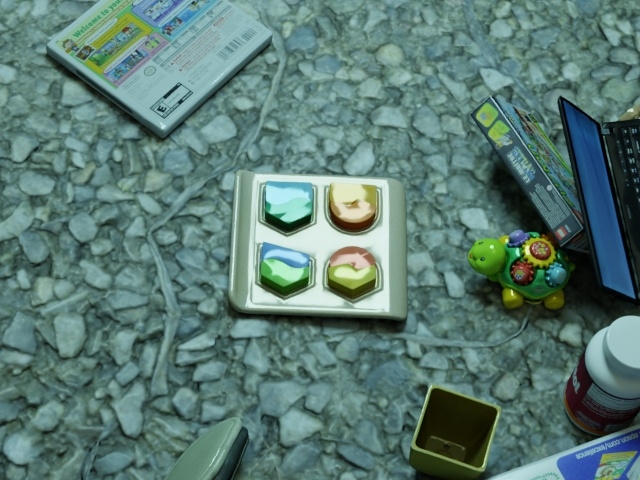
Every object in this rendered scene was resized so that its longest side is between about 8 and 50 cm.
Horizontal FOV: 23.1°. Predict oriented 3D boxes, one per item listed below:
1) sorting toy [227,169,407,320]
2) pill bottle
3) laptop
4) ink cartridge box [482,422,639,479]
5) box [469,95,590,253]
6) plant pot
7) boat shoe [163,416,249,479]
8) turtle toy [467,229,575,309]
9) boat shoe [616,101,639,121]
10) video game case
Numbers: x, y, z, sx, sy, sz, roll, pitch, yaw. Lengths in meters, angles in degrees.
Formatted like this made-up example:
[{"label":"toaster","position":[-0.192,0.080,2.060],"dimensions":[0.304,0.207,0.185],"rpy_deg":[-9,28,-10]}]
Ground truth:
[{"label":"sorting toy","position":[0.000,0.000,1.816],"dimensions":[0.208,0.038,0.193],"rpy_deg":[5,57,-6]},{"label":"pill bottle","position":[0.322,0.146,1.704],"dimensions":[0.086,0.152,0.086],"rpy_deg":[4,57,-6]},{"label":"laptop","position":[0.403,-0.053,1.821],"dimensions":[0.264,0.136,0.234],"rpy_deg":[-7,75,-11]},{"label":"ink cartridge box","position":[0.299,0.355,1.597],"dimensions":[0.304,0.072,0.307],"rpy_deg":[-16,57,-16]},{"label":"box","position":[0.268,-0.076,1.866],"dimensions":[0.114,0.036,0.207],"rpy_deg":[12,42,-56]},{"label":"plant pot","position":[0.138,0.217,1.673],"dimensions":[0.081,0.083,0.081],"rpy_deg":[19,58,3]},{"label":"boat shoe","position":[-0.127,0.284,1.610],"dimensions":[0.079,0.084,0.233],"rpy_deg":[46,46,-24]},{"label":"turtle toy","position":[0.234,0.026,1.818],"dimensions":[0.130,0.066,0.095],"rpy_deg":[2,58,-7]},{"label":"boat shoe","position":[0.464,-0.169,1.975],"dimensions":[0.207,0.073,0.073],"rpy_deg":[-35,75,-17]},{"label":"video game case","position":[-0.199,-0.246,1.951],"dimensions":[0.193,0.023,0.212],"rpy_deg":[36,61,14]}]
